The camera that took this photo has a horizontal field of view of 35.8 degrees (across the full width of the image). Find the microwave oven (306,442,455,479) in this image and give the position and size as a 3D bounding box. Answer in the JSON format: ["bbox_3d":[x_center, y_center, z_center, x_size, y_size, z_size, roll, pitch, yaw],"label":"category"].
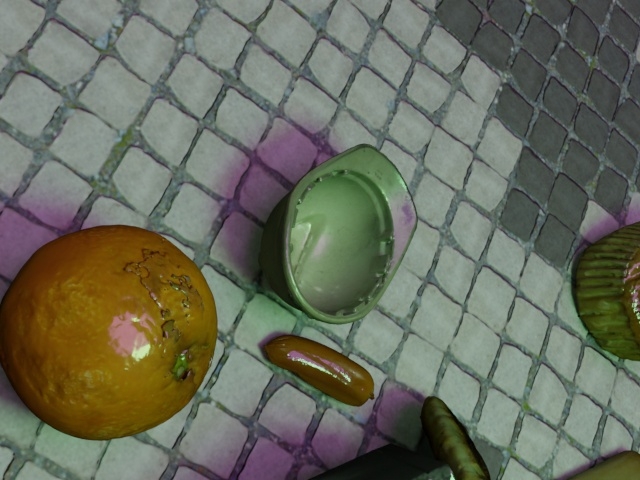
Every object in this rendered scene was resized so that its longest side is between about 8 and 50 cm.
[{"bbox_3d":[0.049,0.506,1.143,0.374,0.236,0.432,-22,89,-13],"label":"microwave oven"}]

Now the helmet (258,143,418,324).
[{"bbox_3d":[0.000,-0.002,1.345,0.257,0.137,0.204,-50,117,-33],"label":"helmet"}]

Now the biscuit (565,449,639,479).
[{"bbox_3d":[0.445,0.480,1.557,0.290,0.062,0.237,-12,85,-35],"label":"biscuit"}]

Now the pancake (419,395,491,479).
[{"bbox_3d":[0.225,0.367,1.288,0.067,0.305,0.427,-32,53,2],"label":"pancake"}]

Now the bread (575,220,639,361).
[{"bbox_3d":[0.561,0.083,1.682,0.253,0.142,0.227,-22,98,-36],"label":"bread"}]

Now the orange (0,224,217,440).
[{"bbox_3d":[-0.239,0.102,1.118,0.246,0.246,0.246,8,74,-31],"label":"orange"}]

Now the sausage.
[{"bbox_3d":[0.005,0.175,1.358,0.183,0.054,0.062,33,35,-19],"label":"sausage"}]
